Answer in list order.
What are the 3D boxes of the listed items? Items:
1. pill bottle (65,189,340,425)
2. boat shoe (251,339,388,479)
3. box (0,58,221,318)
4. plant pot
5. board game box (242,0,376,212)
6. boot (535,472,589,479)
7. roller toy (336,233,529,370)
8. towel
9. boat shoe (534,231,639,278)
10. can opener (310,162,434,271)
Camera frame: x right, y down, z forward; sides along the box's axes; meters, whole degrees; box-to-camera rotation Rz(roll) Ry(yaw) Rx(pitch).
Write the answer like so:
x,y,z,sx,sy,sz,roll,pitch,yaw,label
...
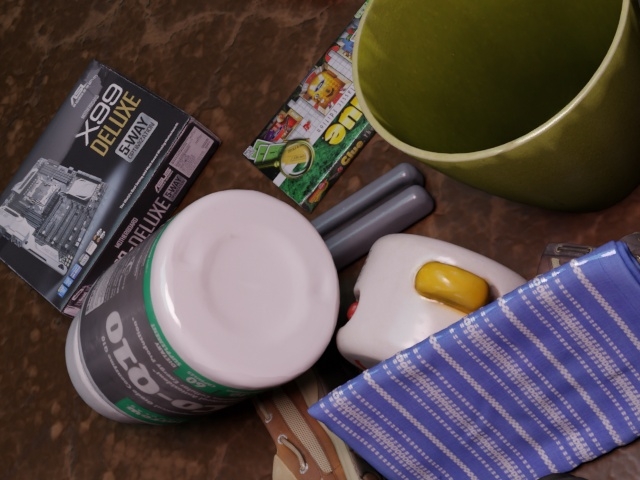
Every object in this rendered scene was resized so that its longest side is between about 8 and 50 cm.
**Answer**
x,y,z,sx,sy,sz,roll,pitch,yaw,label
-0.145,0.091,1.361,0.361,0.204,0.204,-31,47,58,pill bottle
0.013,0.240,1.333,0.120,0.122,0.324,-43,43,17,boat shoe
-0.308,-0.070,1.705,0.242,0.076,0.307,34,89,39,box
0.221,-0.143,1.252,0.275,0.293,0.275,-14,61,27,plant pot
0.024,-0.171,1.566,0.260,0.030,0.136,-51,53,3,board game box
0.268,0.377,1.007,0.260,0.131,0.348,-1,91,58,boot
0.122,0.079,1.274,0.191,0.209,0.146,9,73,46,roller toy
0.192,0.150,1.171,0.336,0.243,0.040,-31,36,20,towel
0.316,0.026,1.247,0.223,0.080,0.073,-4,71,37,boat shoe
0.000,0.000,1.467,0.280,0.093,0.074,-29,54,13,can opener
